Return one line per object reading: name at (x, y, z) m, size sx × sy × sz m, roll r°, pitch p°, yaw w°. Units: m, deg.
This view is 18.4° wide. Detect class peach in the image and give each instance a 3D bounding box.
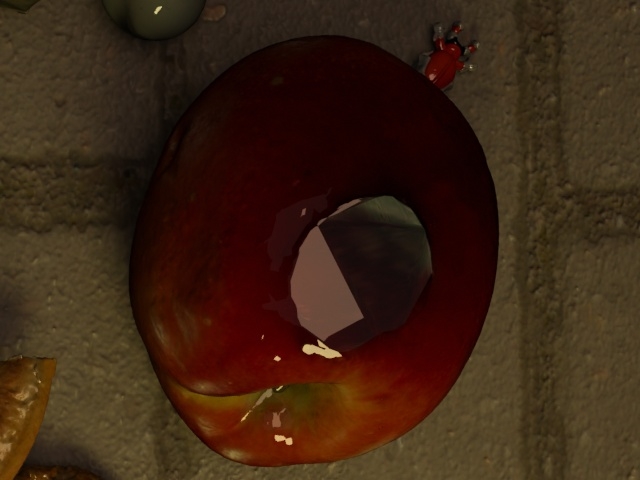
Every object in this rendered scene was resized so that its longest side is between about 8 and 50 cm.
peach at (-0.001, 0.011, 1.819) m, size 0.335 × 0.310 × 0.406 m, roll 24°, pitch 80°, yaw -12°

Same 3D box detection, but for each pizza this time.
pizza at (-0.345, 0.202, 1.793) m, size 0.134 × 0.056 × 0.271 m, roll 22°, pitch 68°, yaw 28°

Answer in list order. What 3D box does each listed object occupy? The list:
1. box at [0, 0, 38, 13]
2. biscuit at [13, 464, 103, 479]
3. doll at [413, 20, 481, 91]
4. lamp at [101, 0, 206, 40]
box at (-0.302, -0.349, 1.819) m, size 0.155 × 0.149 × 0.231 m, roll 15°, pitch 81°, yaw -18°
biscuit at (-0.245, 0.316, 1.830) m, size 0.226 × 0.042 × 0.226 m, roll 5°, pitch 81°, yaw -33°
doll at (0.119, -0.176, 2.008) m, size 0.114 × 0.039 × 0.057 m, roll -51°, pitch 135°, yaw -28°
lamp at (-0.159, -0.241, 1.884) m, size 0.105 × 0.105 × 0.105 m, roll 1°, pitch 86°, yaw -18°
